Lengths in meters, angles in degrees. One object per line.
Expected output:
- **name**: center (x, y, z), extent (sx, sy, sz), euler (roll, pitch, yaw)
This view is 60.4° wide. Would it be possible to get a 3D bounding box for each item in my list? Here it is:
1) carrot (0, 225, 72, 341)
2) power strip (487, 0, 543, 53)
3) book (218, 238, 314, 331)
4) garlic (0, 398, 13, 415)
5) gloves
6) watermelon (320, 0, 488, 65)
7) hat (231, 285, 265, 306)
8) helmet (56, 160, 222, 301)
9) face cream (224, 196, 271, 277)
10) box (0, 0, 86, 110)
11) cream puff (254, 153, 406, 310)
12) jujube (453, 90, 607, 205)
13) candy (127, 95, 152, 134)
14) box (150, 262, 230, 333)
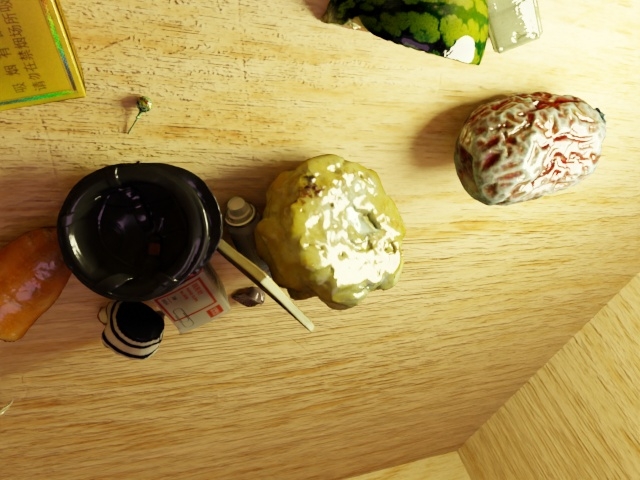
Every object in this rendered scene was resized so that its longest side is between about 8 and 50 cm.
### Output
- **carrot**: center (-0.531, 0.054, 0.992), extent (0.225, 0.159, 0.159), euler (-44, 140, 4)
- **power strip**: center (0.278, -0.454, 0.869), extent (0.092, 0.066, 0.387), euler (-19, 147, 20)
- **book**: center (-0.146, 0.053, 1.063), extent (0.020, 0.295, 0.208), euler (-48, 140, -9)
- **garlic**: center (-0.794, 0.359, 1.219), extent (0.164, 0.145, 0.245), euler (-40, 155, -34)
- **gloves**: center (-0.409, 0.199, 1.185), extent (0.140, 0.132, 0.218), euler (12, 147, -25)
- **watermelon**: center (0.172, -0.334, 0.868), extent (0.303, 0.129, 0.159), euler (3, 154, -25)
- **hat**: center (-0.174, 0.133, 1.345), extent (0.086, 0.042, 0.058), euler (-4, 149, 31)
- **helmet**: center (-0.302, -0.028, 0.966), extent (0.278, 0.160, 0.231), euler (-23, 101, 2)
- **face cream**: center (-0.148, -0.004, 1.163), extent (0.075, 0.075, 0.229), euler (-20, 142, -6)
- **box**: center (-0.477, -0.254, 0.685), extent (0.301, 0.084, 0.193), euler (-14, 141, -13)
- **cream puff**: center (-0.002, 0.000, 1.118), extent (0.324, 0.291, 0.257), euler (-21, 175, -37)
- **jujube**: center (0.430, -0.194, 1.142), extent (0.316, 0.226, 0.226), euler (-16, 141, -15)
- **candy**: center (-0.300, -0.203, 0.897), extent (0.025, 0.023, 0.083), euler (7, 143, -45)
- **box**: center (-0.289, 0.106, 1.196), extent (0.133, 0.099, 0.182), euler (-23, 143, -5)
